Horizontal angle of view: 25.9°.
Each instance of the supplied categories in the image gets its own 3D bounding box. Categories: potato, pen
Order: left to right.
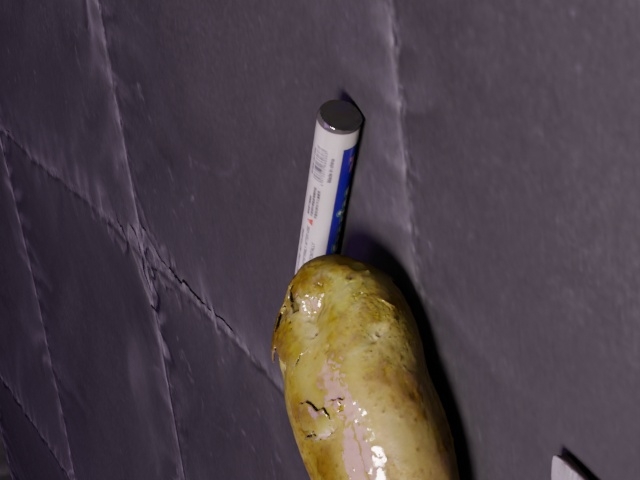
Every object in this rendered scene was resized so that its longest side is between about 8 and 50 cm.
[{"bbox_3d":[0.000,0.000,0.809,0.025,0.025,0.204,57,154,34],"label":"pen"},{"bbox_3d":[0.023,0.090,0.748,0.107,0.080,0.170,145,106,-80],"label":"potato"}]

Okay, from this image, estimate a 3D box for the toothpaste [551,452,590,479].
[{"bbox_3d":[0.121,0.244,0.664,0.099,0.068,0.282,22,124,28],"label":"toothpaste"}]
